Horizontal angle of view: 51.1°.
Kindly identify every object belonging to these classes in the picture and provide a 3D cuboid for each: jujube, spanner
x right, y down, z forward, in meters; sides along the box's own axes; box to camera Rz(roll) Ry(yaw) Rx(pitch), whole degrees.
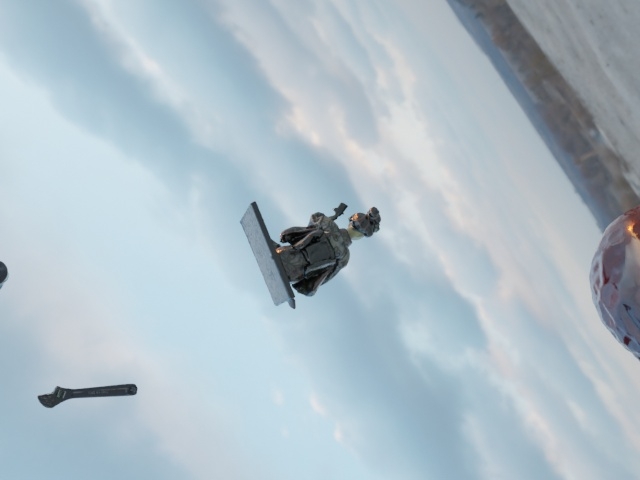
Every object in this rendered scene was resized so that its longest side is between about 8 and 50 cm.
[{"bbox_3d":[0.408,0.071,0.718,0.190,0.190,0.255,37,-158,-41],"label":"jujube"},{"bbox_3d":[-0.504,0.334,1.456,0.012,0.208,0.046,-146,54,-75],"label":"spanner"}]

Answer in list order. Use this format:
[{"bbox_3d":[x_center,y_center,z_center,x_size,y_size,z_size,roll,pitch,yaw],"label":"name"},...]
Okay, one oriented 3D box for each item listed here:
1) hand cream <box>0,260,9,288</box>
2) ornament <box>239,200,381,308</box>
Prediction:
[{"bbox_3d":[-0.630,0.091,1.275,0.075,0.248,0.052,-33,-93,-35],"label":"hand cream"},{"bbox_3d":[0.000,0.000,1.046,0.153,0.196,0.166,144,104,-76],"label":"ornament"}]
